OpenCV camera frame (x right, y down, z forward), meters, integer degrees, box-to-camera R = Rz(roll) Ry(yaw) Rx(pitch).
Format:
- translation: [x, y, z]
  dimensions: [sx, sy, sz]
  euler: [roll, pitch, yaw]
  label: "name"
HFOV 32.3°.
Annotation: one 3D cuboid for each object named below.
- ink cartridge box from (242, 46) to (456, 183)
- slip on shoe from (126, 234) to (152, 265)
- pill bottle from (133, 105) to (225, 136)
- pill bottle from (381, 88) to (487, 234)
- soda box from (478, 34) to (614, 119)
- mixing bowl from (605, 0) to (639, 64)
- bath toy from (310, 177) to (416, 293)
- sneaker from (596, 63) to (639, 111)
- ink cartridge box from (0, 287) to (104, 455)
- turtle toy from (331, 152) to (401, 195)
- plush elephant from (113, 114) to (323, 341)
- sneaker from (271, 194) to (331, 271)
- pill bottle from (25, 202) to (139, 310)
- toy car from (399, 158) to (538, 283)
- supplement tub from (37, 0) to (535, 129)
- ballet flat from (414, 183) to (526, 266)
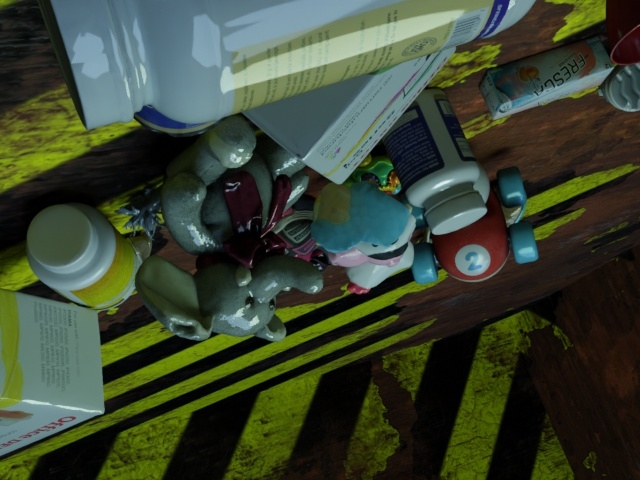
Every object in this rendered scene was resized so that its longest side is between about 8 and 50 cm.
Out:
- translation: [0.026, -0.172, 1.061]
  dimensions: [0.201, 0.117, 0.278]
  euler: [-49, 173, 4]
  label: "ink cartridge box"
- translation: [-0.284, 0.027, 1.702]
  dimensions: [0.041, 0.051, 0.135]
  euler: [-29, 163, -21]
  label: "slip on shoe"
- translation: [-0.130, -0.188, 0.992]
  dimensions: [0.123, 0.122, 0.219]
  euler: [-19, 165, -10]
  label: "pill bottle"
- translation: [0.160, -0.109, 1.562]
  dimensions: [0.112, 0.186, 0.112]
  euler: [-20, 165, -5]
  label: "pill bottle"
- translation: [0.327, -0.236, 1.602]
  dimensions: [0.183, 0.058, 0.063]
  euler: [-19, 165, -11]
  label: "soda box"
- translation: [0.434, -0.311, 1.404]
  dimensions: [0.181, 0.098, 0.181]
  euler: [-20, 165, -6]
  label: "mixing bowl"
- translation: [0.062, 0.001, 1.693]
  dimensions: [0.129, 0.151, 0.348]
  euler: [-54, 167, -5]
  label: "bath toy"
- translation: [0.555, -0.291, 1.720]
  dimensions: [0.281, 0.105, 0.115]
  euler: [-21, -166, -6]
  label: "sneaker"
- translation: [-0.513, 0.167, 1.431]
  dimensions: [0.279, 0.160, 0.385]
  euler: [-24, 153, 32]
  label: "ink cartridge box"
- translation: [0.079, -0.097, 1.721]
  dimensions: [0.130, 0.066, 0.095]
  euler: [-9, 165, -2]
  label: "turtle toy"
- translation: [-0.106, 0.008, 1.438]
  dimensions: [0.330, 0.255, 0.272]
  euler: [-27, 170, 29]
  label: "plush elephant"
- translation: [0.000, 0.000, 1.878]
  dimensions: [0.121, 0.112, 0.299]
  euler: [-30, 164, 30]
  label: "sneaker"
- translation: [-0.319, 0.020, 1.478]
  dimensions: [0.117, 0.117, 0.215]
  euler: [-21, 166, -2]
  label: "pill bottle"
- translation: [0.239, -0.058, 1.881]
  dimensions: [0.219, 0.210, 0.238]
  euler: [-13, 155, 11]
  label: "toy car"
- translation: [-0.035, -0.221, 0.772]
  dimensions: [0.331, 0.241, 0.241]
  euler: [-18, 165, -12]
  label: "supplement tub"
- translation: [0.285, -0.028, 2.240]
  dimensions: [0.124, 0.116, 0.342]
  euler: [5, 160, -19]
  label: "ballet flat"
